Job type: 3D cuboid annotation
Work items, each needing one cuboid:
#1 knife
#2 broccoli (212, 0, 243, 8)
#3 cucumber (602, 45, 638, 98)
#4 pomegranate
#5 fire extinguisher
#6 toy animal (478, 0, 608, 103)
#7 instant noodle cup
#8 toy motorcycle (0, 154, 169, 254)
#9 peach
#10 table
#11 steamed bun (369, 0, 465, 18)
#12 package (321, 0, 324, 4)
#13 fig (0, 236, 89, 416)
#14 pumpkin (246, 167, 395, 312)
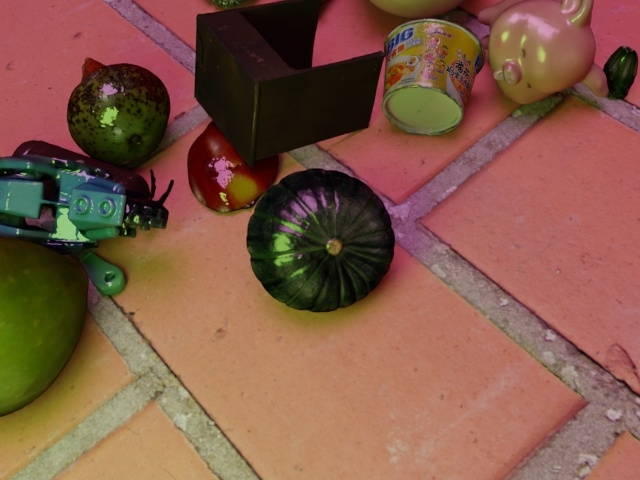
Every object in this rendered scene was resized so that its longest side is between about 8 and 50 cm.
[{"bbox_3d":[-0.448,0.017,1.408,0.063,0.034,0.260,-37,54,-22],"label":"knife"},{"bbox_3d":[-0.225,-0.684,1.783,0.194,0.194,0.219,-25,60,-10],"label":"broccoli"},{"bbox_3d":[0.583,-0.330,1.460,0.035,0.107,0.067,-37,59,-25],"label":"cucumber"},{"bbox_3d":[-0.417,-0.280,1.502,0.214,0.214,0.248,-27,67,-11],"label":"pomegranate"},{"bbox_3d":[-0.435,-0.107,1.434,0.337,0.135,0.114,20,16,20],"label":"fire extinguisher"},{"bbox_3d":[0.443,-0.409,1.480,0.269,0.237,0.326,16,50,43],"label":"toy animal"},{"bbox_3d":[0.211,-0.308,1.458,0.205,0.205,0.153,8,67,14],"label":"instant noodle cup"},{"bbox_3d":[-0.475,-0.060,1.267,0.416,0.232,0.172,9,89,22],"label":"toy motorcycle"},{"bbox_3d":[-0.183,-0.179,1.488,0.189,0.068,0.279,-15,53,-5],"label":"peach"},{"bbox_3d":[-0.068,-0.324,1.467,0.282,0.196,0.250,-20,52,-27],"label":"table"},{"bbox_3d":[0.214,-0.664,1.634,0.334,0.334,0.374,-9,49,2],"label":"steamed bun"},{"bbox_3d":[-0.017,-0.629,1.774,0.168,0.090,0.226,22,58,20],"label":"package"},{"bbox_3d":[-0.521,0.125,1.194,0.316,0.316,0.316,-4,54,5],"label":"fig"},{"bbox_3d":[0.000,0.000,1.260,0.250,0.216,0.250,0,86,0],"label":"pumpkin"}]
